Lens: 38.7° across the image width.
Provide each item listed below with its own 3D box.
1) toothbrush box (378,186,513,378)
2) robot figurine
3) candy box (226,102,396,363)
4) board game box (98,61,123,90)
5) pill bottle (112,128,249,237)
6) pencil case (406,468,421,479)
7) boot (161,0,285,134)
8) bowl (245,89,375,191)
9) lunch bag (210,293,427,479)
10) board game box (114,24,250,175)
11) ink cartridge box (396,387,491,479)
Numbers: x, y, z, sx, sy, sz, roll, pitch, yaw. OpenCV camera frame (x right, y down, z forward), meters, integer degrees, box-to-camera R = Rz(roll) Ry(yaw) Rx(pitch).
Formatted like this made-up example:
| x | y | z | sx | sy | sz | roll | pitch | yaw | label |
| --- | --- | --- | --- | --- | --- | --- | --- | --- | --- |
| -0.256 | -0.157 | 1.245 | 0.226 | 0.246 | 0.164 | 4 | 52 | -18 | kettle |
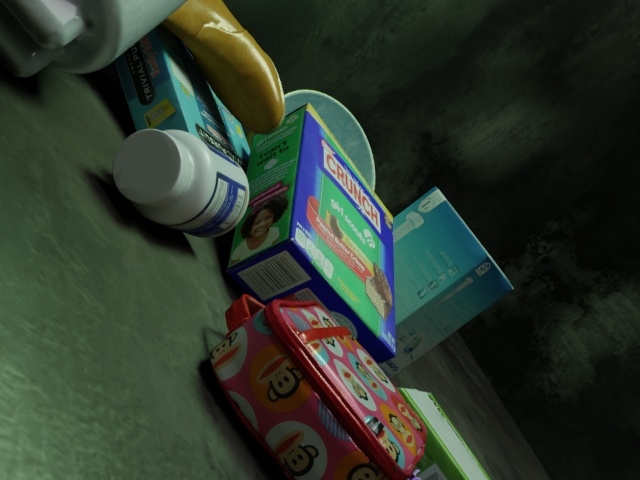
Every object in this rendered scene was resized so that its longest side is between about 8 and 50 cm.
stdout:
| x | y | z | sx | sy | sz | roll | pitch | yaw | label |
| --- | --- | --- | --- | --- | --- | --- | --- | --- | --- |
| 0.165 | 0.080 | 1.678 | 0.126 | 0.295 | 0.216 | 47 | 8 | -44 | toothbrush box |
| -0.255 | -0.329 | 1.056 | 0.200 | 0.300 | 0.353 | 53 | 46 | -18 | robot figurine |
| 0.000 | 0.000 | 1.354 | 0.268 | 0.122 | 0.317 | 49 | 27 | -33 | candy box |
| -0.342 | -0.315 | 1.389 | 0.160 | 0.047 | 0.210 | 57 | 9 | 27 | board game box |
| -0.165 | -0.069 | 1.078 | 0.112 | 0.112 | 0.186 | 55 | 8 | 16 | pill bottle |
| 0.130 | 0.352 | 1.002 | 0.206 | 0.088 | 0.086 | 53 | 10 | 1 | pencil case |
| -0.170 | -0.286 | 1.292 | 0.295 | 0.104 | 0.211 | 61 | 17 | 8 | boot |
| -0.052 | -0.130 | 1.750 | 0.156 | 0.289 | 0.289 | -12 | -55 | 49 | bowl |
| -0.006 | 0.162 | 0.990 | 0.258 | 0.120 | 0.293 | 50 | 5 | 10 | lunch bag |
| -0.211 | -0.222 | 1.377 | 0.254 | 0.079 | 0.336 | 35 | 32 | -66 | board game box |
| 0.157 | 0.316 | 1.306 | 0.189 | 0.097 | 0.255 | 55 | 6 | 18 | ink cartridge box |
